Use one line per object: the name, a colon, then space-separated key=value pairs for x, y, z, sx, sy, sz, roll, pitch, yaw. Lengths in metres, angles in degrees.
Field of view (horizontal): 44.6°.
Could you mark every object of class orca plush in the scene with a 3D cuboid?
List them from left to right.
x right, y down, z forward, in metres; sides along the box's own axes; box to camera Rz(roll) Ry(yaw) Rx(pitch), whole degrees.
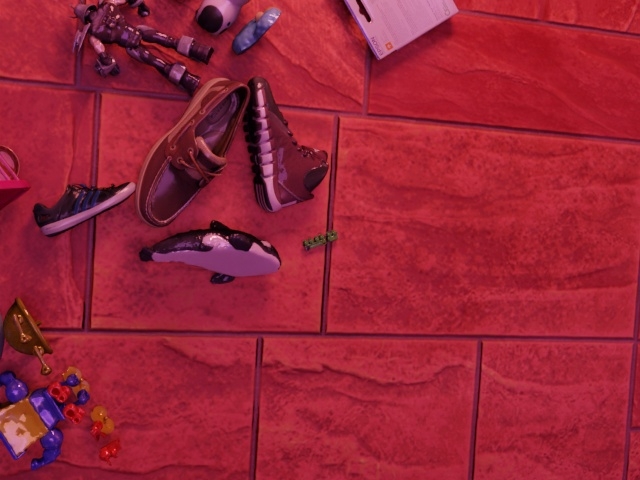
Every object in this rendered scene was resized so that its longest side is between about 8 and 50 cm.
orca plush: x=-0.228 y=0.011 z=1.619 sx=0.287 sy=0.102 sz=0.151 roll=-5 pitch=139 yaw=-6

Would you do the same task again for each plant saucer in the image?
plant saucer: x=-0.627 y=-0.144 z=1.515 sx=0.084 sy=0.013 sz=0.083 roll=-1 pitch=93 yaw=-15

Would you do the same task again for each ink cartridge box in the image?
ink cartridge box: x=0.155 y=-0.536 z=1.696 sx=0.224 sy=0.045 sz=0.223 roll=-33 pitch=101 yaw=-11

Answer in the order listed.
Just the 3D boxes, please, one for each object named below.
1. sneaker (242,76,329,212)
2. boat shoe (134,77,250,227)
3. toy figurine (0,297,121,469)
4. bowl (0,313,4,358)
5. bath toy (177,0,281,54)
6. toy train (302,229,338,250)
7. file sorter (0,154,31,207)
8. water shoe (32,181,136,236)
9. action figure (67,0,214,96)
sneaker: x=-0.066 y=-0.207 z=1.635 sx=0.163 sy=0.106 sz=0.281 roll=-12 pitch=106 yaw=-21
boat shoe: x=-0.246 y=-0.174 z=1.552 sx=0.123 sy=0.123 sz=0.342 roll=39 pitch=79 yaw=-33
toy figurine: x=-0.565 y=0.318 z=1.474 sx=0.217 sy=0.191 sz=0.362 roll=-31 pitch=103 yaw=-6
bowl: x=-0.752 y=0.190 z=1.423 sx=0.312 sy=0.163 sz=0.311 roll=-1 pitch=94 yaw=-15
bath toy: x=-0.242 y=-0.526 z=1.543 sx=0.348 sy=0.129 sz=0.151 roll=37 pitch=83 yaw=-14
toy train: x=0.000 y=0.000 z=1.699 sx=0.083 sy=0.017 sz=0.023 roll=-20 pitch=109 yaw=-14
file sorter: x=-0.671 y=-0.101 z=1.355 sx=0.202 sy=0.291 sz=0.182 roll=-37 pitch=99 yaw=-4
water shoe: x=-0.464 y=-0.082 z=1.534 sx=0.203 sy=0.073 sz=0.080 roll=-29 pitch=96 yaw=-14
action figure: x=-0.362 y=-0.391 z=1.537 sx=0.285 sy=0.099 sz=0.185 roll=26 pitch=93 yaw=-12
